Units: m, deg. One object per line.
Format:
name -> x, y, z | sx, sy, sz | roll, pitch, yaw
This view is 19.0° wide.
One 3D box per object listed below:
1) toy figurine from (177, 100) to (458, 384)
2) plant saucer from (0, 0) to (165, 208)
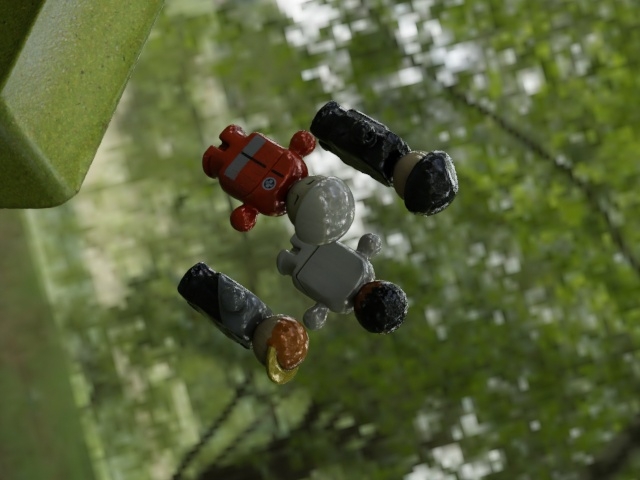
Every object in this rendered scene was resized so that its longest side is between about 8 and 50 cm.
toy figurine -> 0.000, 0.000, 1.645 | 0.148, 0.213, 0.209 | 31, -61, 32
plant saucer -> -0.169, -0.105, 0.944 | 0.045, 0.188, 0.188 | 49, 52, -44
